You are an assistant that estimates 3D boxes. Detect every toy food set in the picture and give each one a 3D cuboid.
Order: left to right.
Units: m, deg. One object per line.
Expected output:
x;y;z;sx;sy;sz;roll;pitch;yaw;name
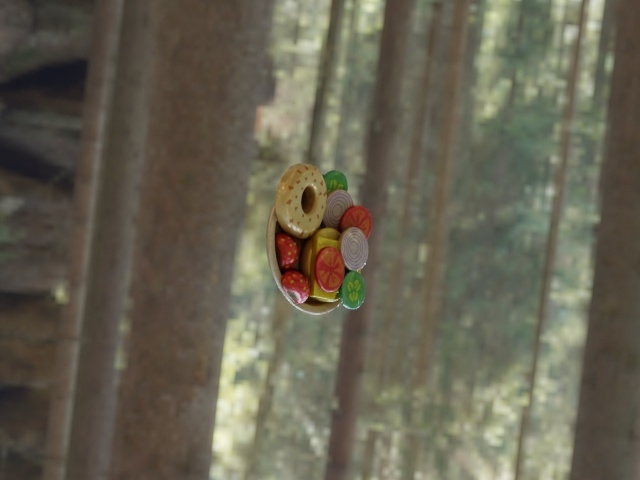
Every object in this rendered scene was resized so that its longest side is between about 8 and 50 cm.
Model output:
0.000;0.000;0.984;0.020;0.083;0.082;-4;169;39;toy food set
